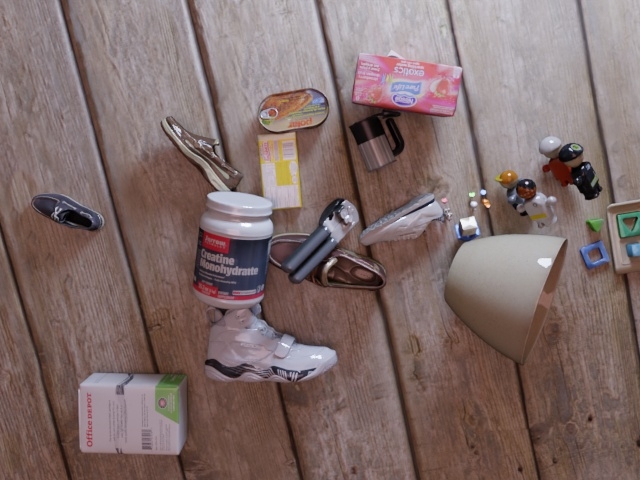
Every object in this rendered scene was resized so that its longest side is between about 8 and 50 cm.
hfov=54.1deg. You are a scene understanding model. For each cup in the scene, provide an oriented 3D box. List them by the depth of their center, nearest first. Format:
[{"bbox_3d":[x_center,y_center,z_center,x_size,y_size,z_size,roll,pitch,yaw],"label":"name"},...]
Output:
[{"bbox_3d":[0.457,0.118,1.595,0.236,0.331,0.331,19,98,26],"label":"cup"}]

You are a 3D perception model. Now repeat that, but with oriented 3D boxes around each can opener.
[{"bbox_3d":[0.000,0.000,1.630,0.280,0.093,0.074,-48,118,-28],"label":"can opener"}]

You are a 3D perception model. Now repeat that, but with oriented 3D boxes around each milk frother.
[{"bbox_3d":[0.158,-0.261,1.619,0.129,0.143,0.135,-24,96,1],"label":"milk frother"}]

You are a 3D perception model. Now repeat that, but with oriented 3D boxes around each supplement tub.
[{"bbox_3d":[-0.225,0.024,1.627,0.191,0.191,0.272,9,104,1],"label":"supplement tub"}]

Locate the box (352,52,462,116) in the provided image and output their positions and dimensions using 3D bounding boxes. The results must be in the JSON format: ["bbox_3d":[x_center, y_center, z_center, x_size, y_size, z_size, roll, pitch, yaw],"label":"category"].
[{"bbox_3d":[0.211,-0.384,1.566,0.256,0.128,0.123,9,101,2],"label":"box"}]

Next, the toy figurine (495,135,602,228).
[{"bbox_3d":[0.570,-0.153,1.584,0.209,0.213,0.148,-34,107,10],"label":"toy figurine"}]

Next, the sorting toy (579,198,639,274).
[{"bbox_3d":[0.872,-0.014,1.672,0.347,0.047,0.196,-10,96,3],"label":"sorting toy"}]

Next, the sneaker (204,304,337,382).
[{"bbox_3d":[-0.141,0.264,1.692,0.365,0.137,0.210,-3,100,6],"label":"sneaker"}]

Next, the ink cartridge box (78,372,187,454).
[{"bbox_3d":[-0.516,0.479,1.743,0.272,0.115,0.199,1,96,1],"label":"ink cartridge box"}]

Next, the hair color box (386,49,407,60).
[{"bbox_3d":[0.223,-0.429,1.645,0.141,0.043,0.072,33,99,-2],"label":"hair color box"}]

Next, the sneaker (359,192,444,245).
[{"bbox_3d":[0.216,-0.036,1.676,0.235,0.090,0.095,-27,105,6],"label":"sneaker"}]

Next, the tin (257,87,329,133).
[{"bbox_3d":[-0.070,-0.340,1.658,0.189,0.040,0.106,-8,78,2],"label":"tin"}]

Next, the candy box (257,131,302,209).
[{"bbox_3d":[-0.109,-0.186,1.693,0.105,0.027,0.206,-4,96,5],"label":"candy box"}]

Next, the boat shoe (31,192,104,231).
[{"bbox_3d":[-0.696,-0.078,1.706,0.206,0.065,0.075,20,97,-1],"label":"boat shoe"}]

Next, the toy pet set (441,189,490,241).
[{"bbox_3d":[0.395,-0.062,1.688,0.122,0.065,0.114,-11,62,0],"label":"toy pet set"}]

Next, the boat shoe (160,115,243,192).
[{"bbox_3d":[-0.308,-0.240,1.666,0.095,0.095,0.257,-41,106,3],"label":"boat shoe"}]

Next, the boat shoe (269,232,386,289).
[{"bbox_3d":[0.014,0.065,1.671,0.341,0.123,0.123,19,97,-1],"label":"boat shoe"}]
